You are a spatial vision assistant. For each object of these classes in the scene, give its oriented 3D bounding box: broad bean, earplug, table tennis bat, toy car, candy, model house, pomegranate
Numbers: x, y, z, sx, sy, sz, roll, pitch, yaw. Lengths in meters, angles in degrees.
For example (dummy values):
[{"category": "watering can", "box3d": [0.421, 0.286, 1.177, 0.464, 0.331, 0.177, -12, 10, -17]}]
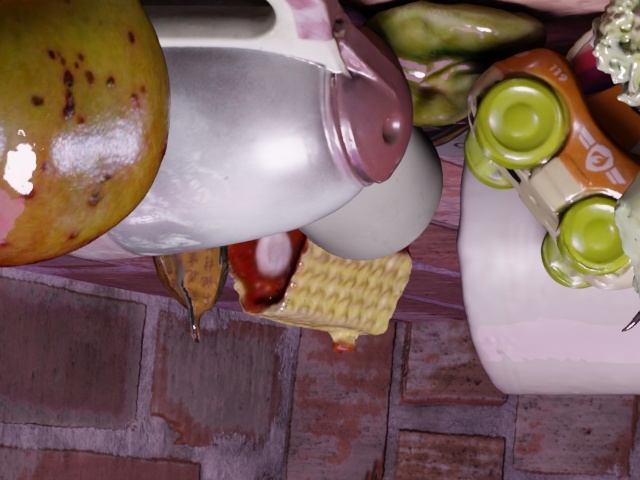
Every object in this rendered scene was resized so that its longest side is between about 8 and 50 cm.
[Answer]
[{"category": "broad bean", "box3d": [0.111, -0.169, 1.674, 0.153, 0.072, 0.207, 4, 160, -15]}, {"category": "earplug", "box3d": [0.356, 0.000, 1.787, 0.394, 0.313, 0.312, 2, 171, 21]}, {"category": "table tennis bat", "box3d": [0.110, -0.126, 2.091, 0.301, 0.022, 0.173, 10, 169, -39]}, {"category": "toy car", "box3d": [0.251, -0.085, 1.597, 0.235, 0.235, 0.145, 5, 173, 0]}, {"category": "candy", "box3d": [-0.153, -0.017, 2.166, 0.101, 0.271, 0.143, -7, 175, 1]}, {"category": "model house", "box3d": [0.000, 0.000, 2.226, 0.160, 0.254, 0.196, -7, 167, 41]}, {"category": "pomegranate", "box3d": [-0.260, -0.142, 1.391, 0.290, 0.323, 0.291, -6, -156, 3]}]

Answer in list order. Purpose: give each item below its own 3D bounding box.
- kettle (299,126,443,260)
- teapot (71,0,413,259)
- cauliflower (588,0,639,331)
[{"category": "kettle", "box3d": [-0.014, -0.102, 1.869, 0.240, 0.165, 0.255, 28, 176, 25]}, {"category": "teapot", "box3d": [-0.087, -0.134, 1.603, 0.312, 0.233, 0.315, -5, 141, 19]}, {"category": "cauliflower", "box3d": [0.307, -0.070, 1.434, 0.239, 0.315, 0.256, 39, -179, -29]}]
